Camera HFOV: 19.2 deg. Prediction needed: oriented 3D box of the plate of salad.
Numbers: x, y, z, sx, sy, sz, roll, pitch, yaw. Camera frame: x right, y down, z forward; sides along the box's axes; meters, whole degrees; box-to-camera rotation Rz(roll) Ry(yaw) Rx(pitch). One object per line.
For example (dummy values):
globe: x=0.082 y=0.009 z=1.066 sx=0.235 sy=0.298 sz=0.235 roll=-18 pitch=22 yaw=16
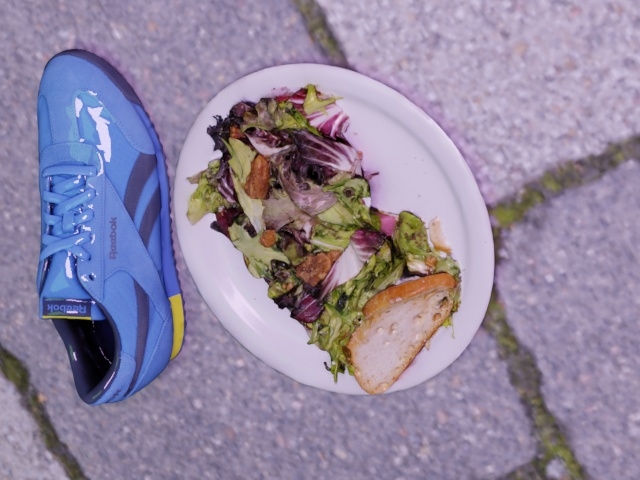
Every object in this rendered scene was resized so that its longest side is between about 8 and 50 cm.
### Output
plate of salad: x=0.000 y=0.000 z=1.051 sx=0.200 sy=0.048 sz=0.200 roll=12 pitch=117 yaw=24

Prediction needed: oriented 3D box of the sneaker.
sneaker: x=-0.133 y=-0.004 z=1.101 sx=0.069 sy=0.082 sz=0.209 roll=2 pitch=111 yaw=30
